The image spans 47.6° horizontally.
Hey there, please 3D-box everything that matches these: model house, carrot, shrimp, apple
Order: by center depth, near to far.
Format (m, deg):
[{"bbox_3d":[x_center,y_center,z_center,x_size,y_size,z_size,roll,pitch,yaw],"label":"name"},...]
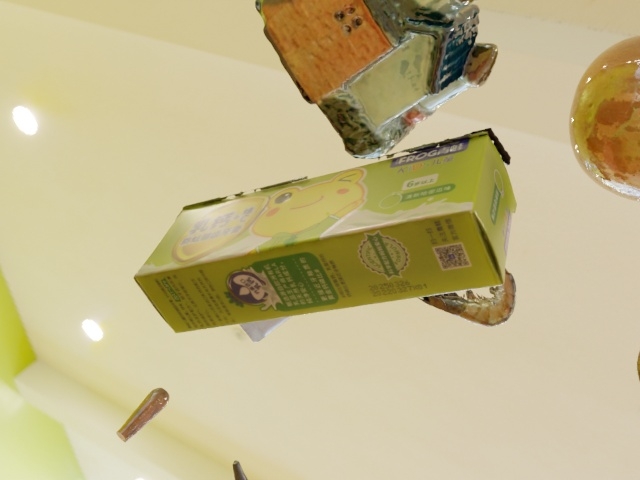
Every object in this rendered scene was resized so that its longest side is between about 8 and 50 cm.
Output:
[{"bbox_3d":[0.106,-0.261,0.874,0.291,0.184,0.253,-21,-76,47],"label":"model house"},{"bbox_3d":[0.489,-0.174,1.027,0.253,0.253,0.253,22,-46,25],"label":"apple"},{"bbox_3d":[-0.252,0.248,1.039,0.032,0.093,0.032,23,-44,24],"label":"carrot"},{"bbox_3d":[0.253,0.070,1.283,0.195,0.148,0.035,20,-28,8],"label":"shrimp"}]

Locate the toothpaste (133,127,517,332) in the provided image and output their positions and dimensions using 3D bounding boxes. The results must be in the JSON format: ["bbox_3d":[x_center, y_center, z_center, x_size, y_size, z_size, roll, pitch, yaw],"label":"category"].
[{"bbox_3d":[0.000,0.000,0.625,0.327,0.110,0.077,-12,-55,28],"label":"toothpaste"}]

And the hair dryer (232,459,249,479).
[{"bbox_3d":[-0.078,0.419,1.080,0.173,0.050,0.195,-3,-79,3],"label":"hair dryer"}]

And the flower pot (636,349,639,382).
[{"bbox_3d":[0.558,0.156,0.981,0.190,0.190,0.173,38,-32,9],"label":"flower pot"}]

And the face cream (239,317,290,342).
[{"bbox_3d":[-0.007,0.037,1.175,0.089,0.314,0.143,50,-8,37],"label":"face cream"}]
